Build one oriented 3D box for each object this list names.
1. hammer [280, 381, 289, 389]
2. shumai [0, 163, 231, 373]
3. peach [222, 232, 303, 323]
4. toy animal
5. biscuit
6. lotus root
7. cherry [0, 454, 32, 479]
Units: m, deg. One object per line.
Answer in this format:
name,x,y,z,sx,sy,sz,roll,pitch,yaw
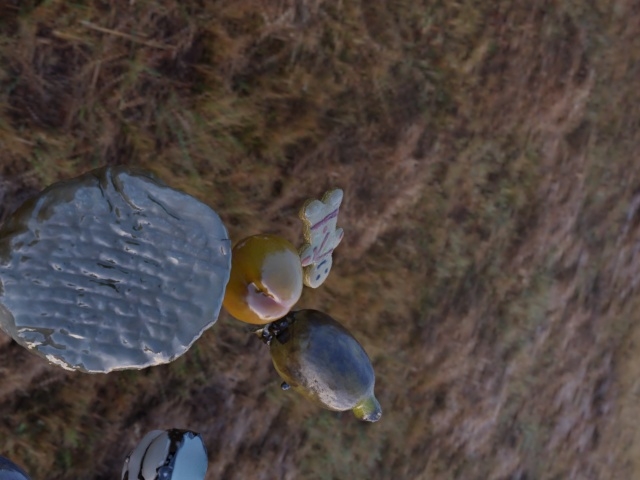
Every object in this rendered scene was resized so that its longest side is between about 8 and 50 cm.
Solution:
hammer,-0.039,0.316,2.576,0.178,0.021,0.065,-51,169,12
shumai,-0.300,0.035,1.333,0.314,0.262,0.267,-2,92,-22
peach,-0.089,0.060,1.502,0.138,0.138,0.138,-42,141,-46
toy animal,-0.298,0.437,1.866,0.138,0.179,0.166,45,51,-31
biscuit,0.000,0.000,2.115,0.153,0.030,0.234,-29,136,-43
lotus root,0.010,0.240,1.978,0.141,0.314,0.169,-47,-175,33
cherry,-0.368,0.315,1.085,0.140,0.176,0.176,-26,132,-30
